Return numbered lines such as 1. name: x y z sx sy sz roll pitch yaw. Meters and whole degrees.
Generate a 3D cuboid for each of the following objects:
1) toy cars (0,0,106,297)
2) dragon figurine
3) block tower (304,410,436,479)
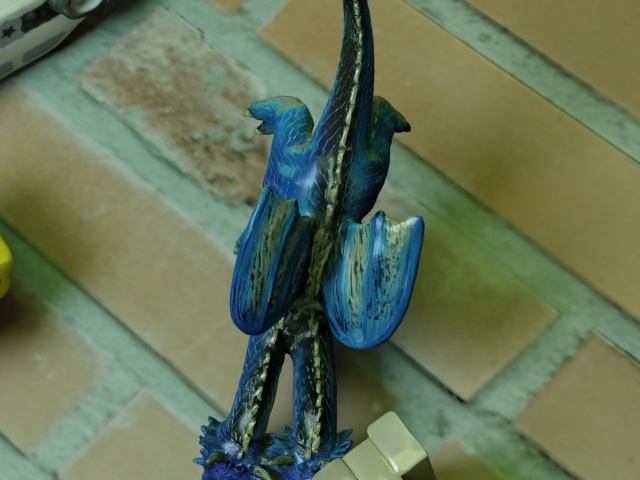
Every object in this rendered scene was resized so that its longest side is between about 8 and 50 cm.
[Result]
1. toy cars: -0.222 -0.046 1.011 0.176 0.087 0.394 13 63 10
2. dragon figurine: 0.000 0.000 0.885 0.085 0.289 0.144 9 34 -8
3. block tower: -0.070 0.221 0.846 0.335 0.091 0.097 -36 64 -9
